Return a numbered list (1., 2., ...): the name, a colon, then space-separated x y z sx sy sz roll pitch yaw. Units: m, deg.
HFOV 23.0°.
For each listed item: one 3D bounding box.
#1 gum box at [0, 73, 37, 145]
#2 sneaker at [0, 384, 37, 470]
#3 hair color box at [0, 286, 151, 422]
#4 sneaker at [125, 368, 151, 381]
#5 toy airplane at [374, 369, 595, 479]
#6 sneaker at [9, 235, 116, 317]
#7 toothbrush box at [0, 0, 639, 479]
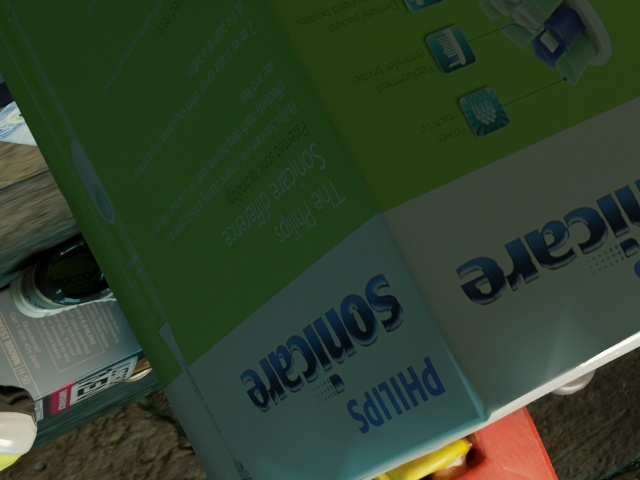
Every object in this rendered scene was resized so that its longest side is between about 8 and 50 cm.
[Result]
1. gum box: -0.105 -0.106 0.883 0.157 0.041 0.184 -28 174 13
2. sneaker: -0.350 0.186 1.140 0.385 0.147 0.145 -17 161 33
3. hair color box: -0.165 0.056 1.565 0.374 0.113 0.185 -26 173 -14
4. sneaker: -0.175 0.055 1.698 0.064 0.086 0.192 9 -125 49
5. toy airplane: -0.004 0.073 1.245 0.272 0.384 0.386 -47 138 -24
6. sneaker: -0.192 0.023 1.419 0.170 0.063 0.075 -18 176 -28
7. toothbrush box: -0.014 -0.068 0.508 0.122 0.283 0.206 -23 171 -27
